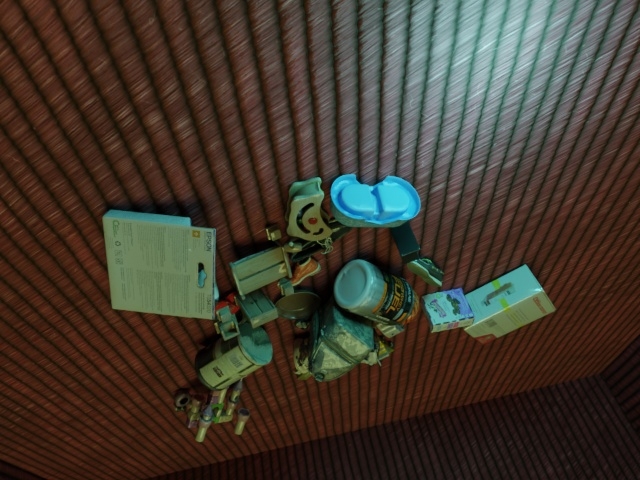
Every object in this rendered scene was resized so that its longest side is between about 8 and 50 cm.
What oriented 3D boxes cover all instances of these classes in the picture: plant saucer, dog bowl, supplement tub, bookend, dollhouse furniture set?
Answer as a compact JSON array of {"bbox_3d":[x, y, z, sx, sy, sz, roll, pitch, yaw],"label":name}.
[{"bbox_3d":[-0.097,0.260,1.895,0.198,0.036,0.199,-8,140,-7],"label":"plant saucer"},{"bbox_3d":[0.165,-0.118,1.438,0.297,0.166,0.074,0,151,-18],"label":"dog bowl"},{"bbox_3d":[0.231,0.219,1.813,0.338,0.207,0.207,25,127,-39],"label":"supplement tub"},{"bbox_3d":[0.316,0.025,1.649,0.072,0.157,0.156,-21,140,9],"label":"bookend"},{"bbox_3d":[-0.276,0.122,1.614,0.303,0.174,0.356,-23,124,-20],"label":"dollhouse furniture set"}]

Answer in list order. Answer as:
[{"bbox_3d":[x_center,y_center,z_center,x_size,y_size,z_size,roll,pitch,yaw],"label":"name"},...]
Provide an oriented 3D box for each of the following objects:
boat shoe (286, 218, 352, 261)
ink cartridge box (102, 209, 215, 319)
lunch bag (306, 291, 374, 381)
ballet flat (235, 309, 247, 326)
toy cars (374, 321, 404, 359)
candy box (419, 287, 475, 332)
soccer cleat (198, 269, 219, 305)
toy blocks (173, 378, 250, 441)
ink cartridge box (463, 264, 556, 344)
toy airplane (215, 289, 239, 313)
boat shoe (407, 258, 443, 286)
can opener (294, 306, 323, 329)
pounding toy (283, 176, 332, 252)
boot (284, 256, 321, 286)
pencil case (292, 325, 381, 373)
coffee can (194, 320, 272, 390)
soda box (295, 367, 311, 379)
[{"bbox_3d":[0.000,0.000,1.582,0.254,0.079,0.095,-21,140,7],"label":"boat shoe"},{"bbox_3d":[-0.479,0.079,1.394,0.330,0.071,0.324,6,115,-3],"label":"ink cartridge box"},{"bbox_3d":[0.058,0.389,1.824,0.212,0.305,0.256,35,109,-13],"label":"lunch bag"},{"bbox_3d":[-0.346,0.325,1.876,0.173,0.057,0.049,-39,137,27],"label":"ballet flat"},{"bbox_3d":[0.326,0.495,2.264,0.176,0.087,0.394,-4,140,-13],"label":"toy cars"},{"bbox_3d":[0.571,0.315,2.065,0.196,0.165,0.070,-11,140,-5],"label":"candy box"},{"bbox_3d":[-0.434,0.198,1.669,0.116,0.143,0.331,7,160,-24],"label":"soccer cleat"},{"bbox_3d":[-0.533,0.794,2.293,0.288,0.309,0.260,9,103,-43],"label":"toy blocks"},{"bbox_3d":[0.866,0.312,2.155,0.384,0.160,0.279,-32,138,20],"label":"ink cartridge box"},{"bbox_3d":[-0.351,0.249,1.782,0.151,0.028,0.151,-30,151,-19],"label":"toy airplane"},{"bbox_3d":[0.431,0.116,1.866,0.081,0.069,0.227,5,156,47],"label":"boat shoe"},{"bbox_3d":[-0.030,0.329,1.985,0.186,0.073,0.059,-27,124,3],"label":"can opener"},{"bbox_3d":[-0.030,-0.051,1.451,0.154,0.155,0.269,0,138,-12],"label":"pounding toy"},{"bbox_3d":[-0.085,0.112,1.712,0.158,0.059,0.084,-32,135,8],"label":"boot"},{"bbox_3d":[0.073,0.512,2.108,0.410,0.184,0.160,-11,138,5],"label":"pencil case"},{"bbox_3d":[-0.372,0.498,1.961,0.275,0.202,0.201,-34,137,22],"label":"coffee can"},{"bbox_3d":[-0.060,0.652,2.350,0.058,0.061,0.181,13,134,-30],"label":"soda box"}]
